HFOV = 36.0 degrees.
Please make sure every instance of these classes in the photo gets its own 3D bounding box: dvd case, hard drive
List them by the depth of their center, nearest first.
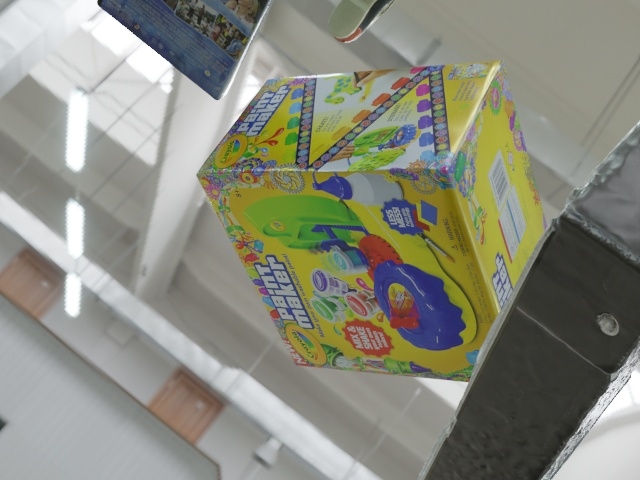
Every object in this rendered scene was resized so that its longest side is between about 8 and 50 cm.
[{"bbox_3d":[0.164,0.045,0.569,0.064,0.237,0.339,37,-34,20],"label":"hard drive"},{"bbox_3d":[-0.128,-0.288,1.023,0.180,0.022,0.253,39,-45,3],"label":"dvd case"}]

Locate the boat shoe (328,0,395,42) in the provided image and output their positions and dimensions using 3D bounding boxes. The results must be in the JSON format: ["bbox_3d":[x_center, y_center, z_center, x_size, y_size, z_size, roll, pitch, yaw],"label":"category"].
[{"bbox_3d":[0.063,-0.278,1.103,0.049,0.137,0.043,45,12,15],"label":"boat shoe"}]

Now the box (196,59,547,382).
[{"bbox_3d":[0.073,-0.015,1.046,0.279,0.177,0.290,1,-47,32],"label":"box"}]
